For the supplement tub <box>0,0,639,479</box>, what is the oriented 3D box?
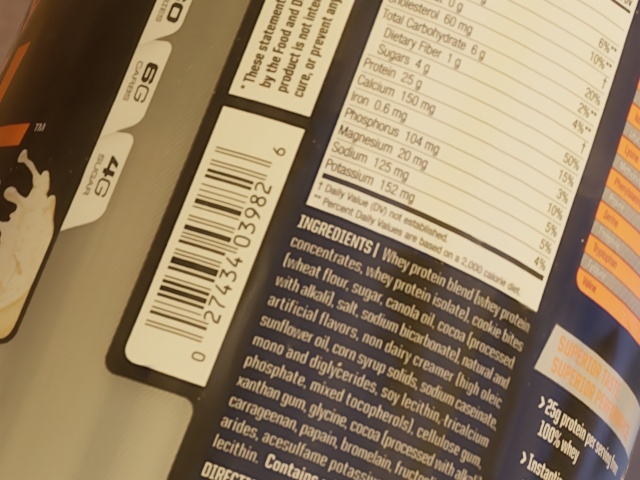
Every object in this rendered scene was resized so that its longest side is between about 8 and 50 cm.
[{"bbox_3d":[0.000,0.000,0.498,0.193,0.193,0.316,68,41,-67],"label":"supplement tub"}]
